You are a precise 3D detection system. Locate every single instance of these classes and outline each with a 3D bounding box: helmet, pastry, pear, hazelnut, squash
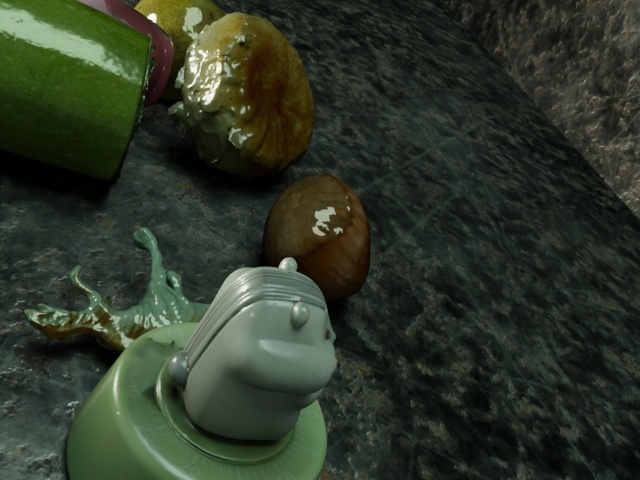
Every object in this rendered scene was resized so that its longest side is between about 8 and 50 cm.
[{"bbox_3d":[-0.401,-0.336,1.411,0.253,0.198,0.154,18,7,1],"label":"helmet"},{"bbox_3d":[-0.127,-0.268,1.489,0.136,0.330,0.329,-3,12,35],"label":"pastry"},{"bbox_3d":[-0.271,-0.387,1.578,0.211,0.229,0.188,7,-13,23],"label":"pear"},{"bbox_3d":[0.000,0.000,1.321,0.214,0.176,0.214,28,55,-49],"label":"hazelnut"},{"bbox_3d":[-0.458,-0.259,1.210,0.384,0.263,0.263,18,33,-21],"label":"squash"}]

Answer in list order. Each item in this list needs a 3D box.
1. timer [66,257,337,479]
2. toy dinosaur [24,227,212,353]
[{"bbox_3d":[-0.089,0.159,0.874,0.290,0.315,0.291,23,31,-15],"label":"timer"},{"bbox_3d":[-0.196,0.089,1.097,0.392,0.092,0.206,16,33,-24],"label":"toy dinosaur"}]
